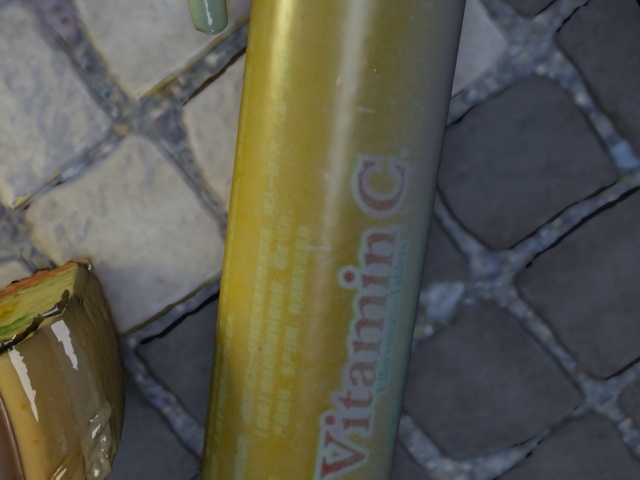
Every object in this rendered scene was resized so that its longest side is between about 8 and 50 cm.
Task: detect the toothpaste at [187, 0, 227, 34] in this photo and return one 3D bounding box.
[{"bbox_3d":[-0.064,-0.185,0.742,0.057,0.035,0.197,-13,108,-11],"label":"toothpaste"}]

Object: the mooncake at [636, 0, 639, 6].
[{"bbox_3d":[0.239,-0.134,0.707,0.228,0.124,0.228,-1,107,-3],"label":"mooncake"}]

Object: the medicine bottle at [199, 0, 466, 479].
[{"bbox_3d":[0.000,0.000,0.769,0.108,0.108,0.426,8,110,-1],"label":"medicine bottle"}]

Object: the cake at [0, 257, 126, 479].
[{"bbox_3d":[-0.195,0.096,0.805,0.225,0.109,0.090,-23,108,9],"label":"cake"}]
